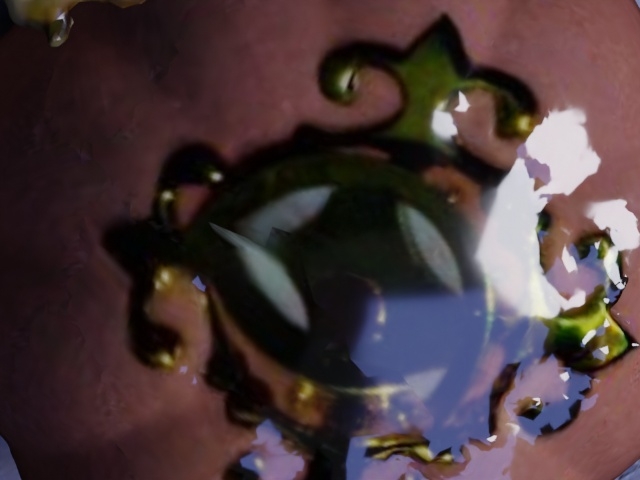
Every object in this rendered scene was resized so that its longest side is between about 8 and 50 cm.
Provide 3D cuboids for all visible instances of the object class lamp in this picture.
[{"bbox_3d":[0.000,0.000,0.691,0.305,0.239,0.305,-2,98,-11],"label":"lamp"}]

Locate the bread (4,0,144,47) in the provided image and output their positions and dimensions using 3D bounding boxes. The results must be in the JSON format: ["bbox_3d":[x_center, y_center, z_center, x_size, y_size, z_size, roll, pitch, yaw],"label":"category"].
[{"bbox_3d":[-0.087,-0.181,0.472,0.143,0.139,0.229,11,132,-2],"label":"bread"}]
